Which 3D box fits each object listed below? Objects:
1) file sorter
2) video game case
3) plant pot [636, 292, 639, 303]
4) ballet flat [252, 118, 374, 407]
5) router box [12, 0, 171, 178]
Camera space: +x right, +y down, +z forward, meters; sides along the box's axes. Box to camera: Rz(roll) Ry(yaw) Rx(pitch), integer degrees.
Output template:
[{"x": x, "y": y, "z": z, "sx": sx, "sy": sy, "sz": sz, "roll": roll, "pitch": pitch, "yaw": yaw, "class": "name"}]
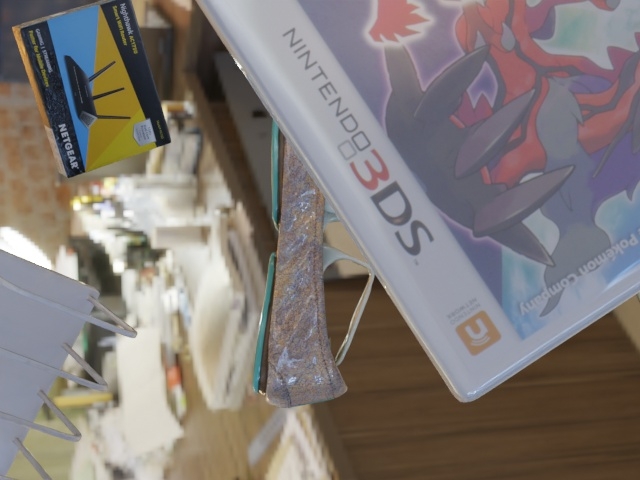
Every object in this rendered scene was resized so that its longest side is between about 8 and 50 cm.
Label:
[{"x": -0.359, "y": 0.168, "z": 1.331, "sx": 0.173, "sy": 0.192, "sz": 0.278, "roll": 28, "pitch": 91, "yaw": 53, "class": "file sorter"}, {"x": 0.081, "y": -0.076, "z": 0.412, "sx": 0.183, "sy": 0.201, "sz": 0.023, "roll": 57, "pitch": 177, "yaw": 4, "class": "video game case"}, {"x": 0.379, "y": -0.035, "z": 1.042, "sx": 0.196, "sy": 0.293, "sz": 0.293, "roll": -118, "pitch": 34, "yaw": -47, "class": "plant pot"}, {"x": 0.000, "y": 0.000, "z": 1.141, "sx": 0.107, "sy": 0.106, "sz": 0.316, "roll": 2, "pitch": -88, "yaw": -87, "class": "ballet flat"}, {"x": -0.261, "y": -0.178, "z": 1.389, "sx": 0.046, "sy": 0.133, "sz": 0.179, "roll": 27, "pitch": 135, "yaw": 61, "class": "router box"}]
